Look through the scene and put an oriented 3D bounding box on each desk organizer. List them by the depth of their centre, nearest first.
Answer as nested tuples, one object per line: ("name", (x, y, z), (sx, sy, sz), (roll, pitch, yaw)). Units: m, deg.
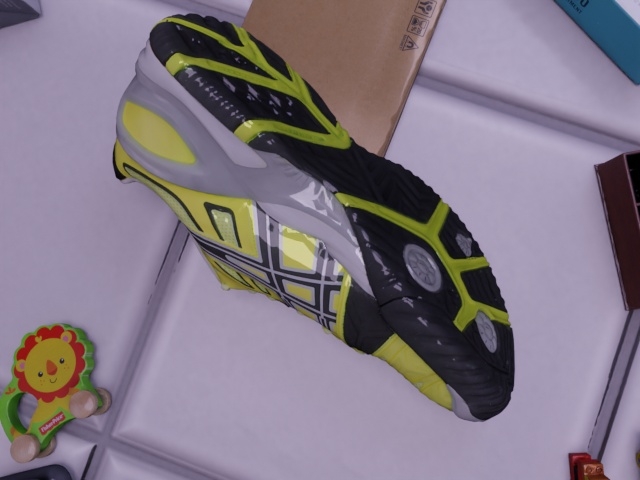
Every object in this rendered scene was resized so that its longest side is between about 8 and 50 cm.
("desk organizer", (0.272, -0.009, 0.477), (0.047, 0.050, 0.130), (-10, 85, 2))

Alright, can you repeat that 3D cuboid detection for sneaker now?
("sneaker", (0.000, 0.000, 0.468), (0.384, 0.145, 0.147), (45, 125, -2))

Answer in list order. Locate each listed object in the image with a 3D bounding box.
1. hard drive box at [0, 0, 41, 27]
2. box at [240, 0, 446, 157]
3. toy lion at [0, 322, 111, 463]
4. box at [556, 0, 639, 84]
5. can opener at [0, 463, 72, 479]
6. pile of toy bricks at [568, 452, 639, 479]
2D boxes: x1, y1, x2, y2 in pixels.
("hard drive box", (-0.340, -0.318, 0.474), (0.089, 0.181, 0.232), (-15, 84, 3))
("box", (0.007, -0.169, 0.521), (0.164, 0.021, 0.201), (22, 87, 5))
("toy lion", (-0.239, 0.126, 0.506), (0.100, 0.034, 0.096), (-38, 77, 0))
("box", (0.238, -0.261, 0.496), (0.100, 0.060, 0.244), (-40, 84, -1))
("can opener", (-0.357, 0.221, 0.480), (0.283, 0.076, 0.095), (-14, 85, 1))
("pile of toy bricks", (0.254, 0.262, 0.427), (0.118, 0.105, 0.212), (-3, 85, 3))
